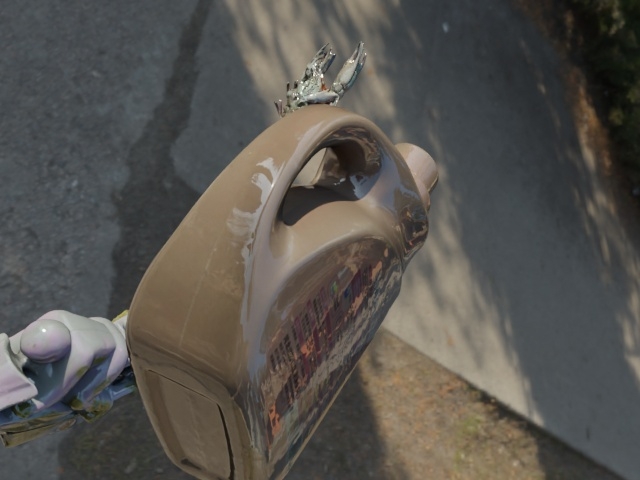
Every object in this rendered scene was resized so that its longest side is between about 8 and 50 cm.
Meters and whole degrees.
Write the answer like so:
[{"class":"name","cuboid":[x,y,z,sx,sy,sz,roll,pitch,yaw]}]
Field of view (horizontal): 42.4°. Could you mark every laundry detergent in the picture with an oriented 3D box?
[{"class":"laundry detergent","cuboid":[0.000,0.000,0.433,0.237,0.076,0.171,-51,152,-35]}]

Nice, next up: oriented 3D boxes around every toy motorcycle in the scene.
[{"class":"toy motorcycle","cuboid":[-0.210,0.105,0.651,0.225,0.152,0.073,-17,62,-43]}]

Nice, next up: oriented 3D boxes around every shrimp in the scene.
[{"class":"shrimp","cuboid":[-0.006,-0.093,0.535,0.092,0.038,0.029,-53,148,-13]}]
